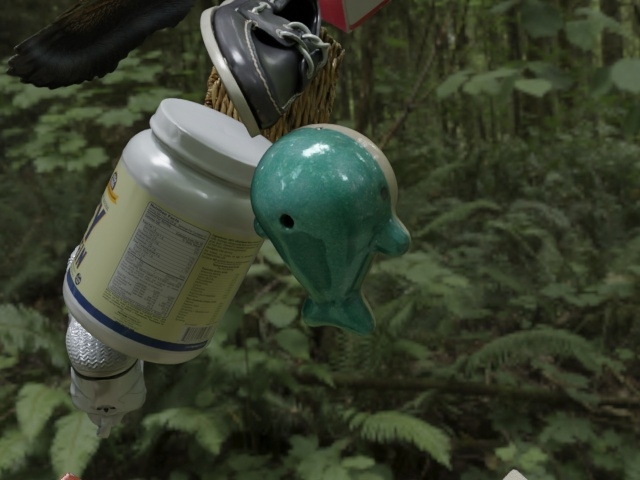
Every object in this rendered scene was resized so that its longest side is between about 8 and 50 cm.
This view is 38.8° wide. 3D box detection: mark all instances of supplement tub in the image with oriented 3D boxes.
[{"bbox_3d":[-0.205,-0.014,1.305,0.235,0.325,0.235,26,18,-9],"label":"supplement tub"}]

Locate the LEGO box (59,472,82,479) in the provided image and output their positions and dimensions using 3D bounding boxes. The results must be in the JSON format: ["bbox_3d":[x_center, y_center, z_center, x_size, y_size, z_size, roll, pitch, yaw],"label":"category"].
[{"bbox_3d":[-0.258,0.609,1.159,0.500,0.193,0.372,32,53,12],"label":"LEGO box"}]

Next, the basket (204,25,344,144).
[{"bbox_3d":[-0.125,-0.238,1.524,0.223,0.299,0.213,-3,-24,37],"label":"basket"}]

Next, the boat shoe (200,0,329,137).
[{"bbox_3d":[-0.029,-0.128,0.582,0.065,0.075,0.206,-21,25,9],"label":"boat shoe"}]

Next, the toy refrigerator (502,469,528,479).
[{"bbox_3d":[0.292,0.384,1.025,0.094,0.102,0.269,-47,31,-3],"label":"toy refrigerator"}]

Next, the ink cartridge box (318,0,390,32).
[{"bbox_3d":[-0.008,-0.511,1.342,0.279,0.160,0.385,-43,57,-18],"label":"ink cartridge box"}]

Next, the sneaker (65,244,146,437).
[{"bbox_3d":[-0.365,0.156,1.553,0.137,0.210,0.366,1,35,-10],"label":"sneaker"}]

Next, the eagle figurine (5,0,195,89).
[{"bbox_3d":[-0.225,-0.316,1.054,0.298,0.226,0.225,-5,-23,13],"label":"eagle figurine"}]

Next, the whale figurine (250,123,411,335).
[{"bbox_3d":[0.000,0.000,1.095,0.216,0.272,0.141,9,26,28],"label":"whale figurine"}]
